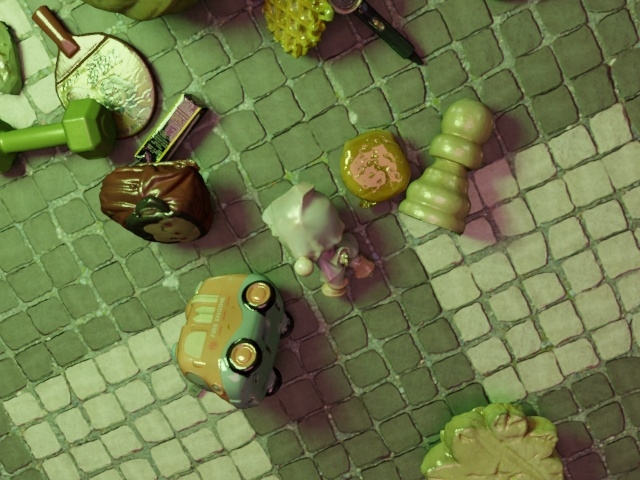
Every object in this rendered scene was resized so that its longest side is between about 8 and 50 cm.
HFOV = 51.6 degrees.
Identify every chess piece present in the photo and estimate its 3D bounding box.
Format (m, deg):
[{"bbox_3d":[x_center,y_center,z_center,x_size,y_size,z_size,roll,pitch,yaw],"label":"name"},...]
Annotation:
[{"bbox_3d":[0.260,-0.151,1.308,0.143,0.143,0.260,19,93,0],"label":"chess piece"}]

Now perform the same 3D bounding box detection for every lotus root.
[{"bbox_3d":[-0.684,-0.379,1.344,0.143,0.070,0.144,11,100,1],"label":"lotus root"}]

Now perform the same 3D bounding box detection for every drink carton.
[{"bbox_3d":[-0.302,-0.220,1.350,0.056,0.071,0.165,40,101,-1],"label":"drink carton"}]

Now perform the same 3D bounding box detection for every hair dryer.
[{"bbox_3d":[0.104,-0.427,1.292,0.255,0.128,0.070,36,109,-25],"label":"hair dryer"}]

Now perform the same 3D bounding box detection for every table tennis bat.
[{"bbox_3d":[-0.468,-0.346,1.358,0.200,0.038,0.310,-40,99,10],"label":"table tennis bat"}]

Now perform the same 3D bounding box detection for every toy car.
[{"bbox_3d":[-0.186,0.195,1.337,0.213,0.180,0.270,4,63,14],"label":"toy car"}]

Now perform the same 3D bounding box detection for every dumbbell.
[{"bbox_3d":[-0.565,-0.208,1.332,0.302,0.121,0.108,-7,80,10],"label":"dumbbell"}]

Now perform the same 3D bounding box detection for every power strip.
[{"bbox_3d":[-0.266,0.316,1.470,0.027,0.017,0.083,37,98,-2],"label":"power strip"}]

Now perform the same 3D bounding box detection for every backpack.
[{"bbox_3d":[-0.329,-0.077,1.314,0.230,0.229,0.138,4,71,3],"label":"backpack"}]

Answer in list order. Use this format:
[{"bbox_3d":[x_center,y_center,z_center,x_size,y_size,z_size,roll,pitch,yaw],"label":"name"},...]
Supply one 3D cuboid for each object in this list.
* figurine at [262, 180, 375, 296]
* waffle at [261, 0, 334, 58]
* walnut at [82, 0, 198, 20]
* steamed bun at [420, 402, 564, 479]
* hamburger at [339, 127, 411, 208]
[{"bbox_3d":[0.000,-0.001,1.319,0.133,0.200,0.276,-24,127,23],"label":"figurine"},{"bbox_3d":[-0.052,-0.471,1.232,0.059,0.243,0.237,-23,92,-31],"label":"waffle"},{"bbox_3d":[-0.315,-0.564,1.145,0.382,0.381,0.380,1,100,3],"label":"walnut"},{"bbox_3d":[0.354,0.467,1.404,0.293,0.137,0.295,-10,107,1],"label":"steamed bun"},{"bbox_3d":[0.107,-0.146,1.335,0.138,0.083,0.147,-24,95,11],"label":"hamburger"}]
